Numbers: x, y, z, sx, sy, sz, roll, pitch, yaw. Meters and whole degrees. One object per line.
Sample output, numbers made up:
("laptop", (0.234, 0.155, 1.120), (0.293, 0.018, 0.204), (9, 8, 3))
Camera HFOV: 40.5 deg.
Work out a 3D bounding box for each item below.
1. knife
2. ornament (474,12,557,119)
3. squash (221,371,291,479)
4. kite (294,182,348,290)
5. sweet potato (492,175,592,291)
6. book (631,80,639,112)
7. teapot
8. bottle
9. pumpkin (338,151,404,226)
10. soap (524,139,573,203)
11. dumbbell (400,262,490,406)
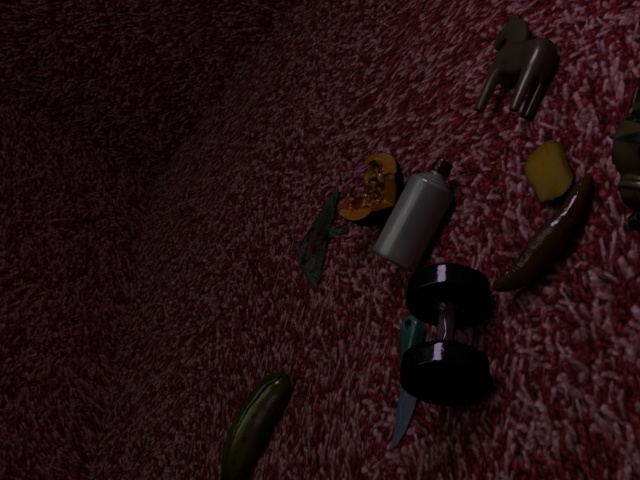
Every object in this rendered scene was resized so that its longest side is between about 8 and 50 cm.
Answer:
("knife", (0.173, 0.268, 1.675), (0.063, 0.035, 0.260), (-22, 52, 47))
("ornament", (0.408, -0.372, 1.813), (0.244, 0.061, 0.230), (-65, 22, -3))
("squash", (-0.174, 0.464, 2.093), (0.340, 0.095, 0.094), (-63, 24, 2))
("kite", (0.000, 0.000, 2.317), (0.268, 0.013, 0.322), (-30, 42, 53))
("sweet potato", (0.390, -0.003, 1.476), (0.255, 0.058, 0.078), (-54, 4, 10))
("book", (0.582, -0.275, 1.406), (0.160, 0.024, 0.228), (-14, 54, 63))
("teapot", (0.489, -0.093, 1.234), (0.269, 0.173, 0.182), (36, -103, -81))
("bottle", (0.209, -0.060, 1.841), (0.245, 0.104, 0.104), (-62, 24, 1))
("pumpkin", (0.132, -0.106, 2.039), (0.119, 0.108, 0.183), (26, 81, 47))
("soap", (0.414, -0.118, 1.572), (0.089, 0.033, 0.168), (-49, 27, 34))
("dumbbell", (0.221, 0.164, 1.524), (0.152, 0.153, 0.218), (-38, 34, 44))
